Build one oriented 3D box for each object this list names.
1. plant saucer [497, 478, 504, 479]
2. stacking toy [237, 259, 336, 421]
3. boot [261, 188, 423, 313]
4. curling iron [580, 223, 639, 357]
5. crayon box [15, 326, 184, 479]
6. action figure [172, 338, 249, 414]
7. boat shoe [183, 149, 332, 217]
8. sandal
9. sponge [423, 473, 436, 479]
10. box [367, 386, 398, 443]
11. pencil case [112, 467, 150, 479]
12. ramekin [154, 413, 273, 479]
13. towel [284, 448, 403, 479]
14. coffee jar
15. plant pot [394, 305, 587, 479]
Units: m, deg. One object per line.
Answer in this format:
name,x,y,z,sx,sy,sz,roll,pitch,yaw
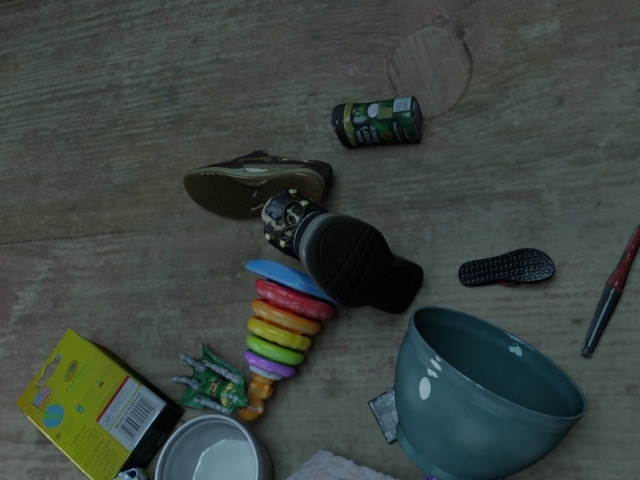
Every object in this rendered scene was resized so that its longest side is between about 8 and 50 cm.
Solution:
plant saucer,0.260,0.480,1.095,0.198,0.036,0.199,-8,64,17
stacking toy,-0.086,0.202,1.305,0.175,0.165,0.302,16,84,43
boot,0.000,0.000,1.233,0.284,0.377,0.138,31,95,35
curling iron,0.520,0.081,1.177,0.068,0.035,0.274,30,80,30
crayon box,-0.458,0.342,1.410,0.318,0.081,0.202,30,80,29
action figure,-0.204,0.275,1.307,0.232,0.063,0.137,8,81,51
boat shoe,-0.135,-0.134,1.500,0.342,0.123,0.123,-1,36,26
sandal,0.343,0.056,1.261,0.179,0.040,0.067,-9,57,33
sponge,0.257,0.445,1.073,0.210,0.031,0.117,4,68,23
box,0.132,0.312,1.231,0.067,0.018,0.083,-32,59,5
pencil case,-0.297,0.542,1.231,0.273,0.113,0.124,46,109,28
ramekin,-0.184,0.429,1.248,0.207,0.109,0.207,-8,65,18
towel,-0.015,0.469,1.039,0.317,0.053,0.332,-37,16,-27
coffee jar,0.118,-0.249,1.450,0.184,0.096,0.079,-2,64,21
plant pot,0.235,0.263,1.087,0.293,0.293,0.196,35,109,30
